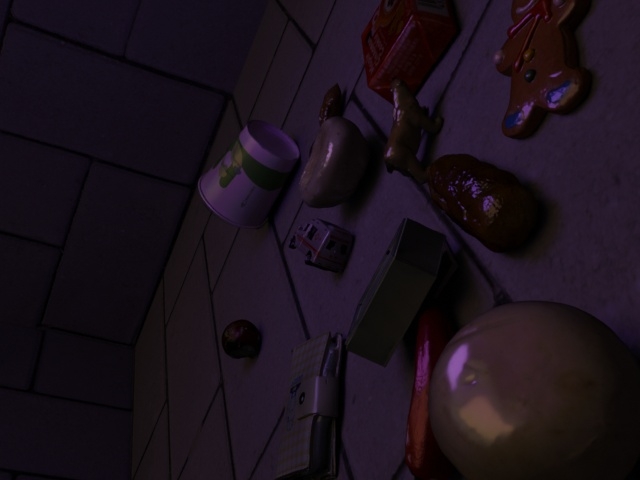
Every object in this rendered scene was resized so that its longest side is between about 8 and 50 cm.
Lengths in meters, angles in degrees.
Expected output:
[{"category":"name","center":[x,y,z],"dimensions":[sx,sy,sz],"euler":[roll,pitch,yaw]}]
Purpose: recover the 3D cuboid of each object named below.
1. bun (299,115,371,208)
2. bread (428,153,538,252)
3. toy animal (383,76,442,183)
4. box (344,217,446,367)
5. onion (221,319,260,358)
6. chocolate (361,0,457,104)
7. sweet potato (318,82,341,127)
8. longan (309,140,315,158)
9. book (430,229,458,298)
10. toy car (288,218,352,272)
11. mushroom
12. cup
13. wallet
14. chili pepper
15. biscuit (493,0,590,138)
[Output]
[{"category":"bun","center":[0.042,-0.180,1.722],"dimensions":[0.231,0.133,0.230],"euler":[-163,90,-77]},{"category":"bread","center":[0.244,-0.080,1.211],"dimensions":[0.124,0.084,0.344],"euler":[-67,21,15]},{"category":"toy animal","center":[0.174,-0.221,1.467],"dimensions":[0.103,0.101,0.218],"euler":[165,119,-68]},{"category":"box","center":[0.129,0.091,1.275],"dimensions":[0.129,0.086,0.225],"euler":[-64,-2,-55]},{"category":"onion","center":[-0.227,0.281,2.101],"dimensions":[0.117,0.118,0.118],"euler":[-20,49,24]},{"category":"chocolate","center":[0.185,-0.452,1.610],"dimensions":[0.234,0.108,0.237],"euler":[125,151,-43]},{"category":"sweet potato","center":[0.024,-0.332,1.993],"dimensions":[0.068,0.060,0.205],"euler":[12,-97,-77]},{"category":"longan","center":[0.022,-0.219,1.863],"dimensions":[0.113,0.092,0.113],"euler":[-32,43,35]},{"category":"book","center":[0.208,0.042,1.305],"dimensions":[0.111,0.014,0.077],"euler":[-106,36,-55]},{"category":"toy car","center":[0.000,0.000,1.757],"dimensions":[0.108,0.090,0.210],"euler":[-70,23,8]},{"category":"mushroom","center":[0.250,0.195,0.857],"dimensions":[0.246,0.202,0.246],"euler":[-12,51,16]},{"category":"cup","center":[-0.208,-0.210,2.261],"dimensions":[0.274,0.253,0.253],"euler":[-51,29,29]},{"category":"wallet","center":[-0.025,0.362,1.582],"dimensions":[0.223,0.077,0.309],"euler":[134,147,-56]},{"category":"chili pepper","center":[0.181,0.242,1.151],"dimensions":[0.137,0.092,0.368],"euler":[106,178,-61]},{"category":"biscuit","center":[0.349,-0.324,1.189],"dimensions":[0.205,0.049,0.323],"euler":[-35,41,59]}]
